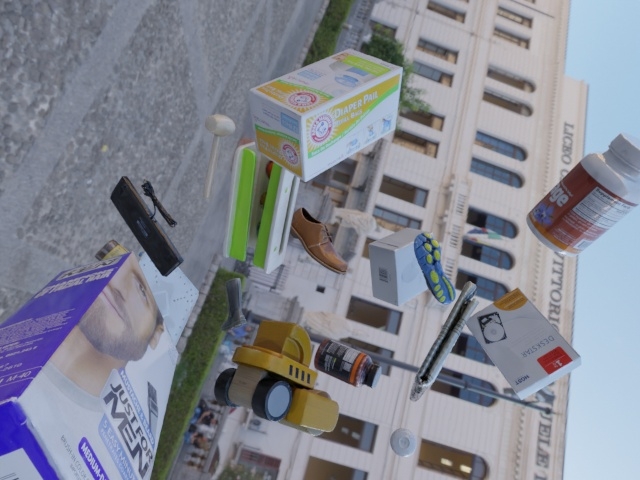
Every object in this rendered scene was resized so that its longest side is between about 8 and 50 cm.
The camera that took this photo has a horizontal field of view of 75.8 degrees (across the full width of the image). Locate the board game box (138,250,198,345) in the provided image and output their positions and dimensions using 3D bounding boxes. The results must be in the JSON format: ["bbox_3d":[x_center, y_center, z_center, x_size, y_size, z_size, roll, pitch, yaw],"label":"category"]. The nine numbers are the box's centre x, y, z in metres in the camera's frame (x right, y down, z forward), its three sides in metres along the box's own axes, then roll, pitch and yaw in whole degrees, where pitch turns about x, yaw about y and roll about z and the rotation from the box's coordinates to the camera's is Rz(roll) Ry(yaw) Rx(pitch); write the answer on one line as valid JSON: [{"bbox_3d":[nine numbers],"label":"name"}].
[{"bbox_3d":[-0.679,0.265,1.680,0.389,0.051,0.389,68,28,-45],"label":"board game box"}]

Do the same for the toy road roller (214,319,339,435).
[{"bbox_3d":[-0.091,0.359,1.102,0.203,0.329,0.240,-2,-122,40],"label":"toy road roller"}]

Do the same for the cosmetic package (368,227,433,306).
[{"bbox_3d":[0.313,0.094,1.567,0.138,0.225,0.223,17,-60,49],"label":"cosmetic package"}]

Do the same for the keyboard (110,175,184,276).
[{"bbox_3d":[-0.510,-0.060,1.240,0.202,0.317,0.033,-37,177,36],"label":"keyboard"}]

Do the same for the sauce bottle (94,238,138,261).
[{"bbox_3d":[-0.780,0.149,1.734,0.111,0.344,0.111,-41,-168,10],"label":"sauce bottle"}]

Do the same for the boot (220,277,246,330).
[{"bbox_3d":[-0.404,0.291,1.851,0.190,0.076,0.208,-29,-108,37],"label":"boot"}]

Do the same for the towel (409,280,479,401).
[{"bbox_3d":[0.353,0.301,1.171,0.324,0.056,0.312,-54,157,-21],"label":"towel"}]

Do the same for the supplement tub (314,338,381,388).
[{"bbox_3d":[0.086,0.387,1.277,0.106,0.198,0.105,-43,142,-47],"label":"supplement tub"}]

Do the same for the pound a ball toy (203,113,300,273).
[{"bbox_3d":[-0.158,-0.112,0.949,0.136,0.208,0.318,-43,150,-60],"label":"pound a ball toy"}]

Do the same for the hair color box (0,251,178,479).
[{"bbox_3d":[-0.252,0.154,0.444,0.339,0.110,0.185,-131,-155,-69],"label":"hair color box"}]

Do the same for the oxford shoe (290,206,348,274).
[{"bbox_3d":[0.000,0.000,1.035,0.076,0.212,0.076,-50,166,21],"label":"oxford shoe"}]

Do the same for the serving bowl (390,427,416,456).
[{"bbox_3d":[0.262,0.638,1.298,0.027,0.084,0.083,78,27,-66],"label":"serving bowl"}]

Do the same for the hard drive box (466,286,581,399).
[{"bbox_3d":[0.539,0.274,1.112,0.181,0.089,0.232,-36,-132,8],"label":"hard drive box"}]

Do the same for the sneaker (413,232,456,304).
[{"bbox_3d":[0.278,0.072,1.036,0.078,0.067,0.188,107,-36,-79],"label":"sneaker"}]

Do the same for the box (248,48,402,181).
[{"bbox_3d":[0.011,-0.192,0.611,0.203,0.114,0.103,-34,144,-28],"label":"box"}]

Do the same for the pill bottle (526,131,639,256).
[{"bbox_3d":[0.496,-0.081,0.748,0.121,0.121,0.216,-77,-167,-50],"label":"pill bottle"}]
